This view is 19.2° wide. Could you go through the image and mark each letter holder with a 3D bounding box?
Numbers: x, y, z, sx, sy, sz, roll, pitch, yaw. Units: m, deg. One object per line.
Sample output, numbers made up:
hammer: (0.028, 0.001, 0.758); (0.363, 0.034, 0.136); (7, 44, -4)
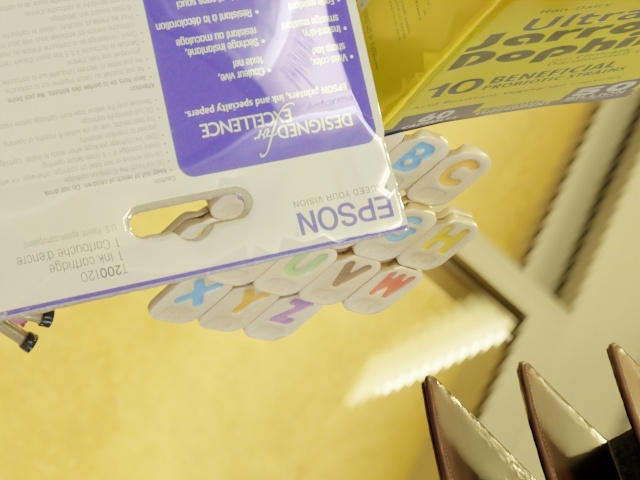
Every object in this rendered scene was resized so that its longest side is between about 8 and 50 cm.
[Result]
letter holder: (0.209, 0.214, 1.459); (0.152, 0.214, 0.302); (-35, -145, 17)

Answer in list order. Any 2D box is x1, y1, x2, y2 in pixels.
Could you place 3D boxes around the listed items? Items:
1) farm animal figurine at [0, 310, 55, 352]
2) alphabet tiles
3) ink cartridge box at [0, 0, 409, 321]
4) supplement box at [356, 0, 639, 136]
farm animal figurine: (-0.289, -0.086, 1.750); (0.327, 0.172, 0.330); (-58, -161, 15)
alphabet tiles: (0.000, 0.000, 1.554); (0.278, 0.284, 0.021); (-41, -124, 28)
ink cartridge box: (-0.081, -0.082, 0.827); (0.206, 0.208, 0.045); (-12, 176, -23)
supplement box: (0.140, -0.208, 1.112); (0.194, 0.195, 0.356); (-10, 170, -14)
